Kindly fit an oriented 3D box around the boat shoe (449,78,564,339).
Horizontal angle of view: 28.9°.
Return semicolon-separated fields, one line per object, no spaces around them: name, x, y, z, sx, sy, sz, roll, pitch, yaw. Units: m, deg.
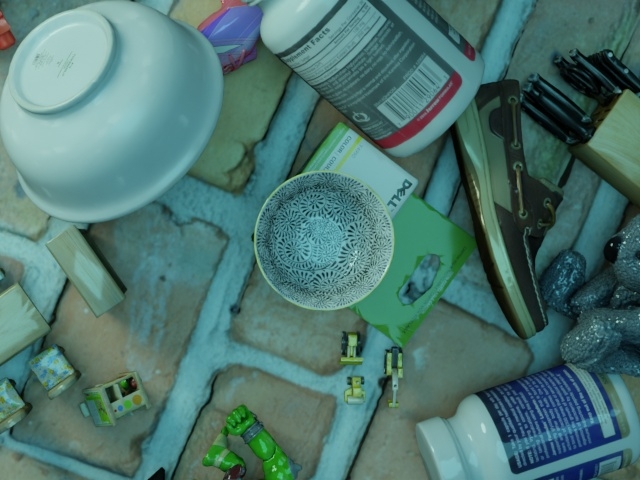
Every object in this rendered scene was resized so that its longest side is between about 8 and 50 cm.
boat shoe;0.259;-0.046;1.620;0.123;0.123;0.342;-14;80;1

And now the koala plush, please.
koala plush;0.421;0.042;1.588;0.203;0.196;0.221;11;122;-13

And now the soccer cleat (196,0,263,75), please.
soccer cleat;-0.140;-0.240;1.606;0.095;0.083;0.248;45;82;-10

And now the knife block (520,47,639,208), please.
knife block;0.392;-0.122;1.668;0.242;0.088;0.275;-8;91;-7

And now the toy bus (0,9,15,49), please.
toy bus;-0.430;-0.342;1.543;0.220;0.149;0.211;-35;107;-9

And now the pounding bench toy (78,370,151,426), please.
pounding bench toy;-0.267;0.204;1.602;0.065;0.083;0.052;-24;96;-38

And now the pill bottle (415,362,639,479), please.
pill bottle;0.267;0.257;1.617;0.265;0.153;0.153;-17;92;-7

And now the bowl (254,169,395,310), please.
bowl;0.000;0.000;1.523;0.170;0.080;0.170;0;90;-8

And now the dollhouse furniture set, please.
dollhouse furniture set;-0.368;0.093;1.531;0.242;0.161;0.212;-35;94;-6

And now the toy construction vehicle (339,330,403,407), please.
toy construction vehicle;0.068;0.172;1.650;0.086;0.035;0.098;4;89;-7

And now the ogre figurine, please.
ogre figurine;-0.107;0.325;1.599;0.118;0.097;0.197;30;75;5

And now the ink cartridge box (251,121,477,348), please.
ink cartridge box;0.067;-0.003;1.621;0.255;0.097;0.189;36;85;-5

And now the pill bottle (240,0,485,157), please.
pill bottle;0.038;-0.264;1.546;0.318;0.176;0.176;40;85;-19

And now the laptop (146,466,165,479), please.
laptop;-0.327;0.340;1.499;0.264;0.234;0.136;-42;95;-5

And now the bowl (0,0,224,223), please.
bowl;-0.274;-0.180;1.479;0.298;0.134;0.298;-11;59;19
